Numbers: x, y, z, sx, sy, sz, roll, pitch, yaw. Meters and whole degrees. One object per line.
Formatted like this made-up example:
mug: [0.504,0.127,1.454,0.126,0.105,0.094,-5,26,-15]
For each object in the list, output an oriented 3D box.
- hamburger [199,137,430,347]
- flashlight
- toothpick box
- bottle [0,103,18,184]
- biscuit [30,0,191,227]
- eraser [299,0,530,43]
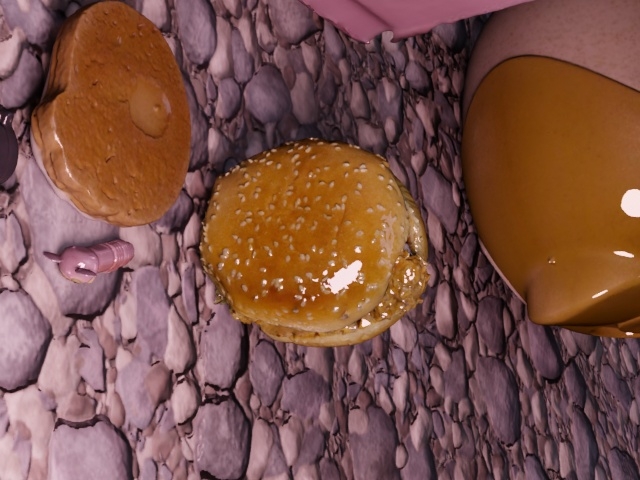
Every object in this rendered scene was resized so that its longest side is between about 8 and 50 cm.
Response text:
hamburger: [0.000,0.000,1.801,0.122,0.215,0.189,35,62,-68]
flashlight: [-0.192,0.018,1.647,0.110,0.052,0.031,-16,128,-66]
toothpick box: [0.365,-0.090,2.294,0.409,0.408,0.425,23,57,-55]
bottle: [-0.318,-0.066,1.424,0.244,0.072,0.082,-6,120,-60]
biscuit: [-0.184,-0.108,1.693,0.181,0.049,0.208,43,44,-44]
eraser: [0.054,-0.337,1.976,0.359,0.272,0.122,26,57,-53]
